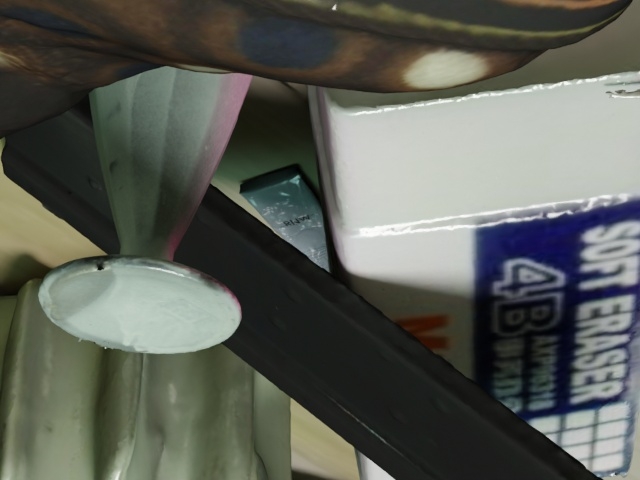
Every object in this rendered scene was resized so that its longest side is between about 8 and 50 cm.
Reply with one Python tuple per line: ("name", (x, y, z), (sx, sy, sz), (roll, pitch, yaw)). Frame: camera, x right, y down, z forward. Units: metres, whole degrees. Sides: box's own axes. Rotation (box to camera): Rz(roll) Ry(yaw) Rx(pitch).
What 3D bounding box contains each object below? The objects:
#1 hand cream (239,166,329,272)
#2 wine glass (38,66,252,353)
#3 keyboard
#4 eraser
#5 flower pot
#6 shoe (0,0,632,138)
("hand cream", (0.000, 0.000, 0.851), (0.030, 0.019, 0.093), (-14, 143, 26))
("wine glass", (-0.050, -0.044, 0.647), (0.073, 0.155, 0.073), (2, 154, 1))
("keyboard", (-0.008, 0.034, 0.739), (0.310, 0.018, 0.101), (37, 154, 17))
("eraser", (0.065, 0.002, 0.765), (0.130, 0.086, 0.287), (-5, 146, -1))
("flower pot", (-0.108, 0.161, 1.001), (0.254, 0.164, 0.367), (-9, 146, 13))
("shoe", (-0.105, -0.099, 0.539), (0.384, 0.171, 0.237), (13, 142, -12))
